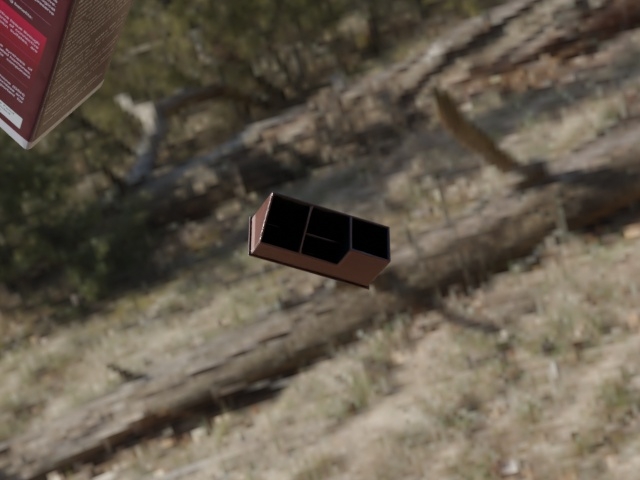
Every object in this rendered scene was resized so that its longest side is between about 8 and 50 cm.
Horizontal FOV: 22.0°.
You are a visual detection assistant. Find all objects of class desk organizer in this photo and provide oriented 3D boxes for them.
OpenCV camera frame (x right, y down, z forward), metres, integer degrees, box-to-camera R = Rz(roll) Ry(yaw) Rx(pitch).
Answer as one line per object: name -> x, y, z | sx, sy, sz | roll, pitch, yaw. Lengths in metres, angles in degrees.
desk organizer -> 0.000, 0.000, 1.587 | 0.130, 0.050, 0.047 | 16, 51, -21

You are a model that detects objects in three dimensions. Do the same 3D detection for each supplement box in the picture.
supplement box -> -0.168, -0.162, 0.909 | 0.073, 0.130, 0.239 | -46, -3, -28
